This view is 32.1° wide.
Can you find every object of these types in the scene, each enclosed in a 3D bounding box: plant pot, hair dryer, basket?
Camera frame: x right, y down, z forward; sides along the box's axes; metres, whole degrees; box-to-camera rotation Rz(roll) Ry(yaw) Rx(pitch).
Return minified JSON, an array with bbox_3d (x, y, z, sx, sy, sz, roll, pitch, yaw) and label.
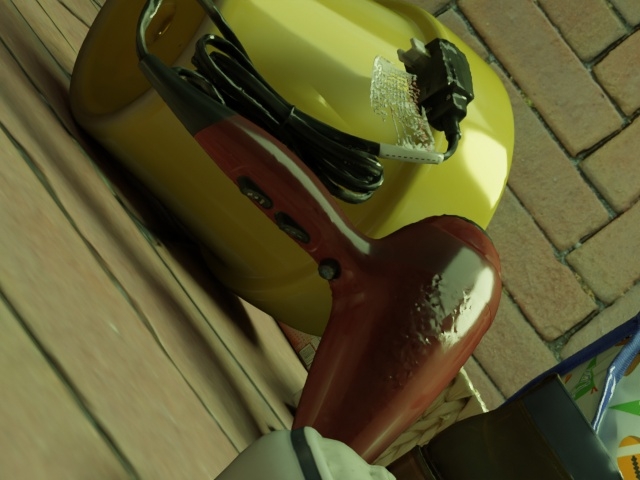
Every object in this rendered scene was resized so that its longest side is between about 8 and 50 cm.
[{"bbox_3d":[-0.033,-0.091,0.789,0.239,0.254,0.254,34,12,-36],"label":"plant pot"},{"bbox_3d":[0.000,0.000,0.621,0.080,0.224,0.293,133,-43,-53],"label":"hair dryer"},{"bbox_3d":[0.065,0.133,0.787,0.103,0.113,0.167,58,2,18],"label":"basket"}]

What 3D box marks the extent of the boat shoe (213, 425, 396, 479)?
[{"bbox_3d":[0.122,0.184,0.326,0.367,0.156,0.136,54,1,12],"label":"boat shoe"}]

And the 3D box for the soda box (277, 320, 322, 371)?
[{"bbox_3d":[-0.012,0.063,1.046,0.183,0.058,0.063,55,2,41],"label":"soda box"}]

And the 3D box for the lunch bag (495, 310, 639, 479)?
[{"bbox_3d":[0.309,0.292,1.111,0.328,0.239,0.385,40,-24,1],"label":"lunch bag"}]

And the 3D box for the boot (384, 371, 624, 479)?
[{"bbox_3d":[0.124,0.160,0.520,0.219,0.106,0.082,54,2,38],"label":"boot"}]
